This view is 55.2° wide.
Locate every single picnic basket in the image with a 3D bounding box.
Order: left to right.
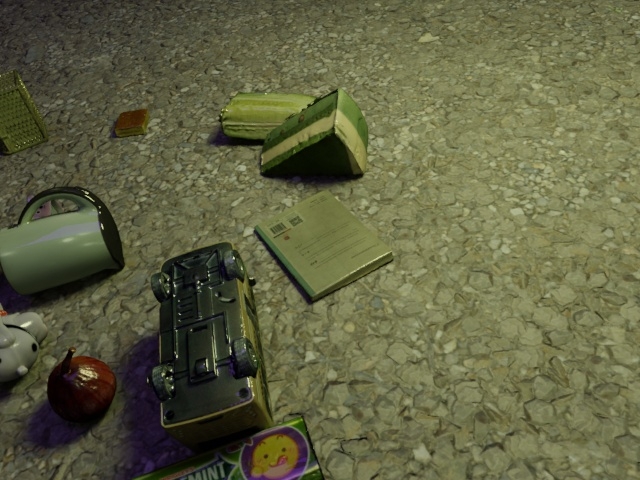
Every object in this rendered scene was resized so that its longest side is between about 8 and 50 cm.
[{"bbox_3d":[-0.932,-0.379,1.821,0.154,0.196,0.134,-24,46,-12],"label":"picnic basket"}]

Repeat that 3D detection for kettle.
[{"bbox_3d":[-0.580,-0.009,1.371,0.236,0.221,0.161,-15,21,-4],"label":"kettle"}]

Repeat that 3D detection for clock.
[{"bbox_3d":[-0.675,0.192,1.237,0.253,0.189,0.189,25,54,15],"label":"clock"},{"bbox_3d":[-0.671,-0.050,1.503,0.050,0.110,0.153,-21,46,-6],"label":"clock"}]

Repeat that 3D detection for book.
[{"bbox_3d":[0.000,0.000,1.385,0.214,0.025,0.283,-27,46,-14],"label":"book"}]

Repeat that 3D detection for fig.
[{"bbox_3d":[-0.440,0.271,1.132,0.128,0.150,0.128,10,65,-22],"label":"fig"}]

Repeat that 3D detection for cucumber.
[{"bbox_3d":[-0.104,-0.338,1.691,0.325,0.105,0.145,2,37,12],"label":"cucumber"}]

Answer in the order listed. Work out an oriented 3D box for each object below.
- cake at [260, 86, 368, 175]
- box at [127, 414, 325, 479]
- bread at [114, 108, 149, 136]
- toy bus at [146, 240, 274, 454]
[{"bbox_3d":[-0.006,-0.237,1.580,0.283,0.172,0.158,-21,49,39],"label":"cake"},{"bbox_3d":[-0.169,0.398,0.968,0.345,0.097,0.134,-18,46,-7],"label":"box"},{"bbox_3d":[-0.566,-0.354,1.840,0.090,0.035,0.094,-7,45,4],"label":"bread"},{"bbox_3d":[-0.195,0.186,1.115,0.176,0.202,0.365,-17,47,3],"label":"toy bus"}]
